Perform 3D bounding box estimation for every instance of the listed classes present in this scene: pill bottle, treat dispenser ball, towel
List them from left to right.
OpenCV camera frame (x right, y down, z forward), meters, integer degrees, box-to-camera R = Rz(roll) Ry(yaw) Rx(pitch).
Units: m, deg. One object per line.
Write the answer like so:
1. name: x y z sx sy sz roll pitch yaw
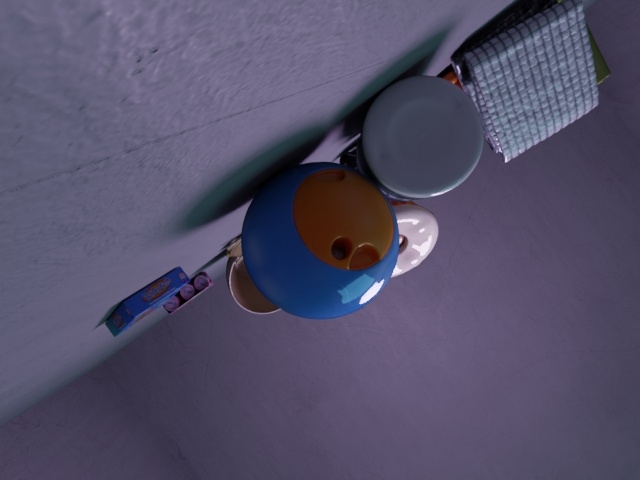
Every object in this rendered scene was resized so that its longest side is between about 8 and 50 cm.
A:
1. treat dispenser ball: 0.000 0.000 0.875 0.288 0.288 0.288 -36 -179 1
2. pill bottle: 0.175 -0.180 0.953 0.204 0.204 0.361 -36 -179 4
3. towel: 0.423 -0.336 0.993 0.235 0.283 0.121 -30 -140 14

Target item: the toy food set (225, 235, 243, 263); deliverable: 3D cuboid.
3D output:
1. toy food set: -0.244 0.002 1.484 0.132 0.038 0.192 -43 169 -13

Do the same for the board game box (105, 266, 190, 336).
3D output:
1. board game box: -0.427 0.153 1.169 0.160 0.047 0.210 -38 -178 -41

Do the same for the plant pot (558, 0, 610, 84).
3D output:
1. plant pot: 0.673 -0.522 1.366 0.276 0.254 0.276 -36 -179 0

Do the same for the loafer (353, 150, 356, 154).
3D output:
1. loafer: 0.120 -0.231 1.461 0.078 0.080 0.220 -35 -179 5

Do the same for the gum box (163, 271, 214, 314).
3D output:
1. gum box: -0.487 0.189 1.765 0.188 0.062 0.107 -36 -178 -4

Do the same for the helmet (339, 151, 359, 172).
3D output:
1. helmet: 0.151 -0.209 1.259 0.162 0.169 0.169 -8 -157 50

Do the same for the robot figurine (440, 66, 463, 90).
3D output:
1. robot figurine: 0.346 -0.355 1.142 0.158 0.128 0.219 -45 -173 -39

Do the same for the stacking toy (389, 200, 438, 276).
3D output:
1. stacking toy: 0.192 -0.124 1.793 0.351 0.479 0.350 -12 138 -11

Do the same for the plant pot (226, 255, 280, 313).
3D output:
1. plant pot: -0.220 0.095 1.712 0.284 0.284 0.191 -36 -150 -14
